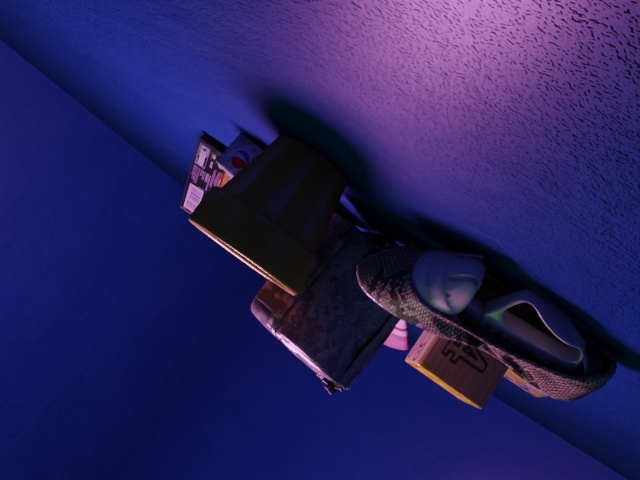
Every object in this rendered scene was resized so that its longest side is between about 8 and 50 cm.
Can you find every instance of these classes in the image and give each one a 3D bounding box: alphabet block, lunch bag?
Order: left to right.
[{"bbox_3d":[0.042,0.135,1.362,0.256,0.305,0.212,36,172,38],"label":"lunch bag"},{"bbox_3d":[0.353,0.277,1.617,0.193,0.197,0.192,34,173,4],"label":"alphabet block"}]

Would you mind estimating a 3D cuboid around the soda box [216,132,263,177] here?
[{"bbox_3d":[-0.139,-0.139,1.553,0.098,0.091,0.286,40,175,22],"label":"soda box"}]

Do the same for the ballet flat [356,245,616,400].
[{"bbox_3d":[0.302,0.120,1.140,0.482,0.164,0.182,29,151,0],"label":"ballet flat"}]

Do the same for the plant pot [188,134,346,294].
[{"bbox_3d":[-0.082,-0.061,1.243,0.254,0.239,0.254,34,173,5],"label":"plant pot"}]

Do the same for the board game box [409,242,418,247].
[{"bbox_3d":[0.316,0.129,1.435,0.317,0.046,0.213,34,173,10],"label":"board game box"}]

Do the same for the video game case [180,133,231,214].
[{"bbox_3d":[-0.264,-0.127,1.824,0.248,0.035,0.275,34,133,7],"label":"video game case"}]

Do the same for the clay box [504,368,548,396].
[{"bbox_3d":[0.591,0.392,1.853,0.127,0.053,0.222,33,173,15],"label":"clay box"}]

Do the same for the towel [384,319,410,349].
[{"bbox_3d":[0.136,0.177,1.871,0.237,0.037,0.329,13,137,27],"label":"towel"}]

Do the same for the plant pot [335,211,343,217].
[{"bbox_3d":[-0.042,-0.020,1.537,0.201,0.201,0.180,28,161,45],"label":"plant pot"}]

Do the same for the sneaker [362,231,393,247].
[{"bbox_3d":[0.132,0.026,1.549,0.075,0.057,0.161,42,169,-20],"label":"sneaker"}]
